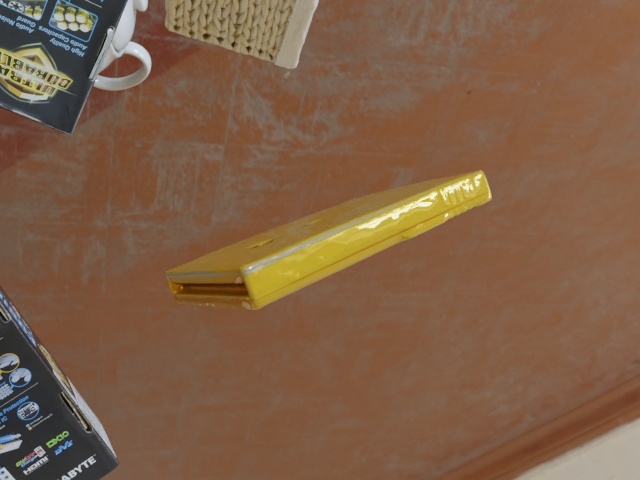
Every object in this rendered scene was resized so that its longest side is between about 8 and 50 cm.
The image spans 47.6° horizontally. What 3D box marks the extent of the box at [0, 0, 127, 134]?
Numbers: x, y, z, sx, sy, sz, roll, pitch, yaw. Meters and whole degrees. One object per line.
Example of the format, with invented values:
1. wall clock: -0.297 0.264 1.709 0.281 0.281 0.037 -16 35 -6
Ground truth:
1. box: -0.192 -0.174 0.343 0.220 0.051 0.175 21 104 -25

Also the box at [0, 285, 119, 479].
1. box: -0.359 0.158 0.572 0.295 0.073 0.293 -33 122 -17

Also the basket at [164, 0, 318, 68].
1. basket: -0.111 -0.547 1.293 0.267 0.328 0.331 13 155 -7

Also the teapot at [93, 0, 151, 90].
1. teapot: -0.324 -0.317 0.966 0.187 0.256 0.252 -1 107 -5

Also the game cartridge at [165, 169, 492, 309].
1. game cartridge: 0.000 0.000 0.886 0.324 0.285 0.052 -21 97 -26
